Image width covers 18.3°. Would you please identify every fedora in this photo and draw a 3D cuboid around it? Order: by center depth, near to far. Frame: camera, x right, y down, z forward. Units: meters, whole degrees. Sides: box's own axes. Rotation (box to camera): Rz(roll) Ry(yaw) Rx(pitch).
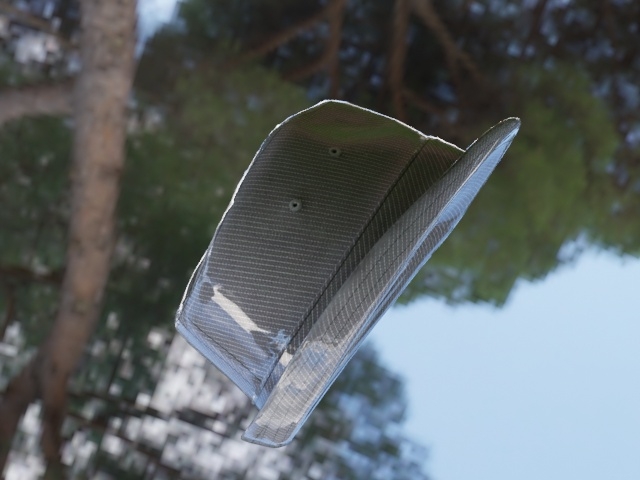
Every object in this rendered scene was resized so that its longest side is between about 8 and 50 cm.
[{"bbox_3d":[0.000,0.000,1.282,0.124,0.244,0.275,36,-116,4],"label":"fedora"}]
